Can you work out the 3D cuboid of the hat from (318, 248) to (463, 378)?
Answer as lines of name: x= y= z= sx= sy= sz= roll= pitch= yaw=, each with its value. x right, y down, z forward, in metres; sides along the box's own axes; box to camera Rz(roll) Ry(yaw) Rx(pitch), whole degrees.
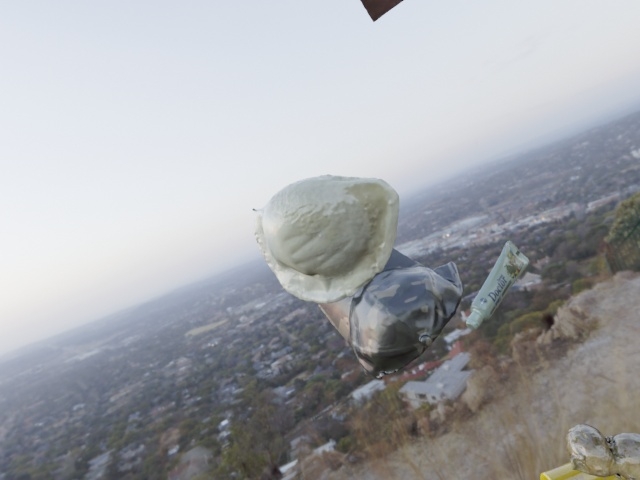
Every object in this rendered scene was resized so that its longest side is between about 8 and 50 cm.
hat: x=0.124 y=0.129 z=1.058 sx=0.366 sy=0.382 sz=0.257 roll=-53 pitch=-18 yaw=-3

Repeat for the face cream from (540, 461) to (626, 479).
face cream: x=0.682 y=0.565 z=1.027 sx=0.274 sy=0.078 sz=0.078 roll=-15 pitch=-1 yaw=-8

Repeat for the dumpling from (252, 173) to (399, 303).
dumpling: x=0.004 y=-0.001 z=0.552 sx=0.216 sy=0.166 sz=0.126 roll=-16 pitch=6 yaw=10

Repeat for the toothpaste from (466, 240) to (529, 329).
toothpaste: x=0.374 y=0.095 z=0.890 sx=0.255 sy=0.067 sz=0.037 roll=-43 pitch=-5 yaw=-31

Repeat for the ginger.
ginger: x=0.548 y=0.376 z=0.735 sx=0.204 sy=0.080 sz=0.104 roll=1 pitch=21 yaw=25

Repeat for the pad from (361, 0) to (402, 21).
pad: x=0.127 y=-0.629 z=1.000 sx=0.113 sy=0.006 sz=0.188 roll=-27 pitch=-43 yaw=25
